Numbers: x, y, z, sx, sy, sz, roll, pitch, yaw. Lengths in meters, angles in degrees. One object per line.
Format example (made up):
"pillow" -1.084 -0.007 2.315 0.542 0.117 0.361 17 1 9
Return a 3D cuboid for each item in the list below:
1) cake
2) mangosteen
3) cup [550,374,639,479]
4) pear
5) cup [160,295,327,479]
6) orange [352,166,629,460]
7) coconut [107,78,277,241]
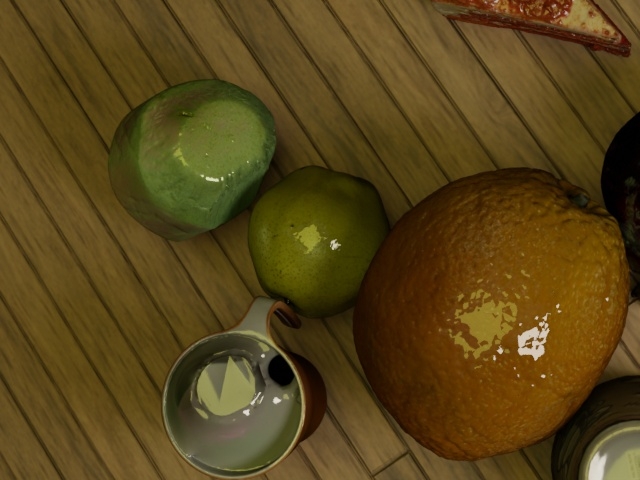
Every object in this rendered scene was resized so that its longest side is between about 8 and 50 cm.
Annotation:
"cake" 0.258 -0.296 1.819 0.160 0.158 0.262 -42 79 12
"mangosteen" 0.449 -0.040 1.749 0.231 0.231 0.289 25 132 14
"cup" 0.391 0.317 1.691 0.227 0.257 0.301 -19 83 13
"pear" 0.001 0.000 1.842 0.198 0.198 0.198 -1 86 13
"cup" -0.077 0.184 1.805 0.182 0.264 0.226 15 90 14
"orange" 0.212 0.085 1.715 0.322 0.322 0.357 42 104 13
"coconut" -0.173 -0.108 1.888 0.205 0.236 0.235 11 88 -21
